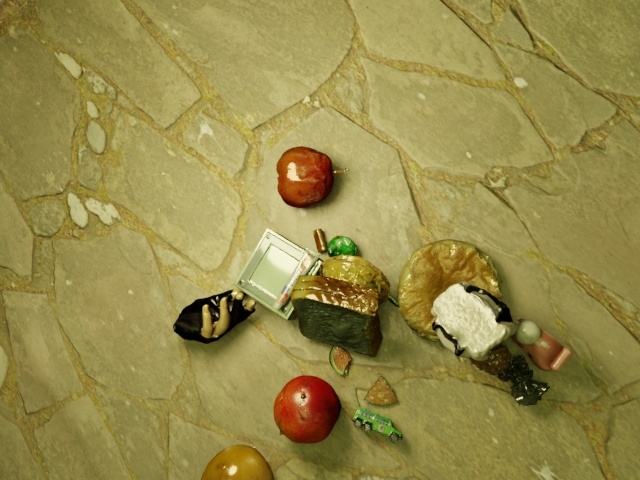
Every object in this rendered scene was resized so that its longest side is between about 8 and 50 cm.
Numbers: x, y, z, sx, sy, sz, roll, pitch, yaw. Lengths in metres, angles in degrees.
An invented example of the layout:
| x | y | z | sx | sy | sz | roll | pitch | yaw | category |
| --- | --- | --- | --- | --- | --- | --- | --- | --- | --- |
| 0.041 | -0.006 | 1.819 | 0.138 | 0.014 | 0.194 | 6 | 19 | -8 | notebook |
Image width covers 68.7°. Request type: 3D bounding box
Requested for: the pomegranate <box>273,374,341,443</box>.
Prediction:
| x | y | z | sx | sy | sz | roll | pitch | yaw | category |
| --- | --- | --- | --- | --- | --- | --- | --- | --- | --- |
| -0.047 | 0.531 | 1.455 | 0.210 | 0.210 | 0.235 | 39 | 124 | 15 | pomegranate |

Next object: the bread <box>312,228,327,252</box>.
| x | y | z | sx | sy | sz | roll | pitch | yaw | category |
| --- | --- | --- | --- | --- | --- | --- | --- | --- | --- |
| 0.000 | 0.000 | 1.602 | 0.036 | 0.047 | 0.083 | -12 | 80 | -20 | bread |

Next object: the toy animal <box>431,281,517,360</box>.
| x | y | z | sx | sy | sz | roll | pitch | yaw | category |
| --- | --- | --- | --- | --- | --- | --- | --- | --- | --- |
| 0.435 | 0.238 | 1.334 | 0.204 | 0.156 | 0.208 | -45 | 51 | 6 | toy animal |

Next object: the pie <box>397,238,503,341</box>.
| x | y | z | sx | sy | sz | roll | pitch | yaw | category |
| --- | --- | --- | --- | --- | --- | --- | --- | --- | --- |
| 0.397 | 0.155 | 1.462 | 0.340 | 0.083 | 0.339 | -1 | 85 | 11 | pie |

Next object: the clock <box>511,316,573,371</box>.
| x | y | z | sx | sy | sz | roll | pitch | yaw | category |
| --- | --- | --- | --- | --- | --- | --- | --- | --- | --- |
| 0.616 | 0.295 | 1.356 | 0.162 | 0.166 | 0.092 | 41 | 93 | 8 | clock |

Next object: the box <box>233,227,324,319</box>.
| x | y | z | sx | sy | sz | roll | pitch | yaw | category |
| --- | --- | --- | --- | --- | --- | --- | --- | --- | --- |
| -0.131 | 0.112 | 1.575 | 0.225 | 0.117 | 0.224 | 31 | 89 | 15 | box |

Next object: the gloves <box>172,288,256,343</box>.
| x | y | z | sx | sy | sz | roll | pitch | yaw | category |
| --- | --- | --- | --- | --- | --- | --- | --- | --- | --- |
| -0.345 | 0.246 | 1.586 | 0.301 | 0.197 | 0.152 | -29 | 116 | 30 | gloves |

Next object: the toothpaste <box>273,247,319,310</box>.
| x | y | z | sx | sy | sz | roll | pitch | yaw | category |
| --- | --- | --- | --- | --- | --- | --- | --- | --- | --- |
| -0.082 | 0.125 | 1.490 | 0.052 | 0.033 | 0.218 | 33 | 85 | 10 | toothpaste |

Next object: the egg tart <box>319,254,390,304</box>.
| x | y | z | sx | sy | sz | roll | pitch | yaw | category |
| --- | --- | --- | --- | --- | --- | --- | --- | --- | --- |
| 0.100 | 0.145 | 1.471 | 0.241 | 0.241 | 0.105 | 15 | 51 | 15 | egg tart |

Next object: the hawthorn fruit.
| x | y | z | sx | sy | sz | roll | pitch | yaw | category |
| --- | --- | --- | --- | --- | --- | --- | --- | --- | --- |
| -0.022 | -0.215 | 1.568 | 0.243 | 0.207 | 0.207 | -5 | 81 | 8 | hawthorn fruit |

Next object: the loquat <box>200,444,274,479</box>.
| x | y | z | sx | sy | sz | roll | pitch | yaw | category |
| --- | --- | --- | --- | --- | --- | --- | --- | --- | --- |
| -0.257 | 0.760 | 1.453 | 0.235 | 0.235 | 0.234 | -2 | 81 | 13 | loquat |

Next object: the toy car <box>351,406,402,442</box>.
| x | y | z | sx | sy | sz | roll | pitch | yaw | category |
| --- | --- | --- | --- | --- | --- | --- | --- | --- | --- |
| 0.180 | 0.576 | 1.462 | 0.165 | 0.071 | 0.062 | 17 | 72 | 15 | toy car |

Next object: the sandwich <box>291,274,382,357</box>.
| x | y | z | sx | sy | sz | roll | pitch | yaw | category |
| --- | --- | --- | --- | --- | --- | --- | --- | --- | --- |
| 0.050 | 0.230 | 1.427 | 0.272 | 0.301 | 0.099 | 8 | 54 | 14 | sandwich |

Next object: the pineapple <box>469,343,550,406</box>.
| x | y | z | sx | sy | sz | roll | pitch | yaw | category |
| --- | --- | --- | --- | --- | --- | --- | --- | --- | --- |
| 0.560 | 0.388 | 1.387 | 0.237 | 0.111 | 0.119 | 37 | 127 | 11 | pineapple |

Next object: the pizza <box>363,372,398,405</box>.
| x | y | z | sx | sy | sz | roll | pitch | yaw | category |
| --- | --- | --- | --- | --- | --- | --- | --- | --- | --- |
| 0.202 | 0.489 | 1.493 | 0.099 | 0.029 | 0.100 | 31 | 92 | 7 | pizza |

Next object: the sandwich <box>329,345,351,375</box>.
| x | y | z | sx | sy | sz | roll | pitch | yaw | category |
| --- | --- | --- | --- | --- | --- | --- | --- | --- | --- |
| 0.064 | 0.392 | 1.538 | 0.069 | 0.026 | 0.101 | -38 | 78 | 1 | sandwich |

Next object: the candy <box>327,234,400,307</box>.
| x | y | z | sx | sy | sz | roll | pitch | yaw | category |
| --- | --- | --- | --- | --- | --- | --- | --- | --- | --- |
| 0.152 | 0.108 | 1.543 | 0.323 | 0.097 | 0.097 | 44 | 93 | 6 | candy |
